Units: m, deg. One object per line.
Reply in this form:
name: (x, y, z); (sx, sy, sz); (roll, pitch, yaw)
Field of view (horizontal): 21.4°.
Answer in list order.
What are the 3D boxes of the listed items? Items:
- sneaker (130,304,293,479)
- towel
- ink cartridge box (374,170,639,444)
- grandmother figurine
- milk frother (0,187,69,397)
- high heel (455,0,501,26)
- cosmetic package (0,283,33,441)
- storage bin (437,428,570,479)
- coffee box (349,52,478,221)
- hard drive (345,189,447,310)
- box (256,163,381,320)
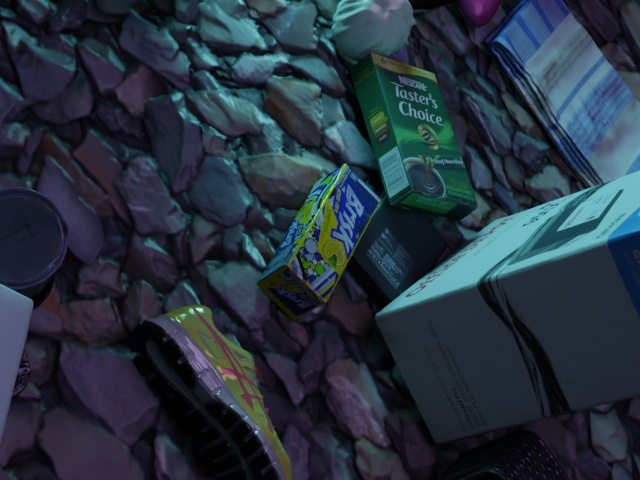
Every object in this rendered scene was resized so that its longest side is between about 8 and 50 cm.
sneaker: (-0.080, 0.144, 1.560); (0.208, 0.081, 0.094); (57, 40, -2)
towel: (0.336, -0.188, 2.173); (0.285, 0.034, 0.209); (52, 42, -9)
ink cartridge box: (0.297, 0.045, 1.728); (0.285, 0.395, 0.166); (-34, 100, -48)
grandmother figurine: (0.091, -0.340, 1.985); (0.208, 0.104, 0.342); (20, 53, -1)
milk frother: (-0.261, 0.048, 1.400); (0.129, 0.135, 0.143); (-28, 85, -17)
high heel: (0.232, -0.374, 2.113); (0.082, 0.117, 0.244); (38, 46, -22)
cosmetic package: (-0.367, 0.088, 1.211); (0.224, 0.224, 0.138); (30, 50, -29)
storage bin: (0.203, 0.296, 1.713); (0.180, 0.122, 0.084); (56, 43, -4)
coffee box: (0.103, -0.116, 1.884); (0.113, 0.040, 0.184); (14, 51, -42)
hard drive: (0.079, 0.009, 1.828); (0.094, 0.022, 0.135); (50, 43, -11)
box: (0.000, 0.000, 1.734); (0.059, 0.054, 0.169); (45, 45, -16)
